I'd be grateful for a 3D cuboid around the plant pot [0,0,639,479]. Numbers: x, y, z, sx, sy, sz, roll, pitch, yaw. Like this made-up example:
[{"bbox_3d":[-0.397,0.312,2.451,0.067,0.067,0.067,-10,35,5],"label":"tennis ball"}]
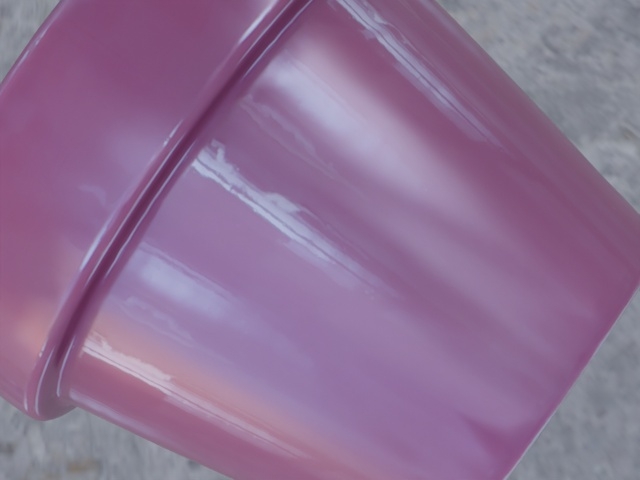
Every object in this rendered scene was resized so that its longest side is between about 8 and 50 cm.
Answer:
[{"bbox_3d":[0.000,0.000,0.629,0.180,0.201,0.201,35,100,6],"label":"plant pot"}]
